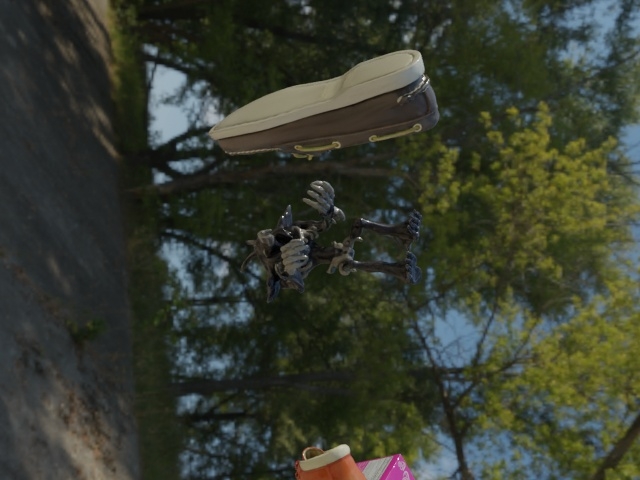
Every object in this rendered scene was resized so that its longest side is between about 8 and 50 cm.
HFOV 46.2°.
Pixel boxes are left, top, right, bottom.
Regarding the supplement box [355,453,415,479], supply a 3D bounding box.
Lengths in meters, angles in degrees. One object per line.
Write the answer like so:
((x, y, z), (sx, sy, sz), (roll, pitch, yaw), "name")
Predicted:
((0.069, 0.497, 1.417), (0.220, 0.114, 0.111), (-23, -81, 35), "supplement box")

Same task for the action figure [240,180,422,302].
((0.000, 0.000, 1.053), (0.141, 0.276, 0.164), (63, 32, -52), "action figure")

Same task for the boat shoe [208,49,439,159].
((-0.002, -0.160, 1.011), (0.096, 0.325, 0.116), (62, 30, -28), "boat shoe")

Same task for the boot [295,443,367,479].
((-0.001, 0.237, 0.706), (0.158, 0.059, 0.084), (-41, -108, 52), "boot")
